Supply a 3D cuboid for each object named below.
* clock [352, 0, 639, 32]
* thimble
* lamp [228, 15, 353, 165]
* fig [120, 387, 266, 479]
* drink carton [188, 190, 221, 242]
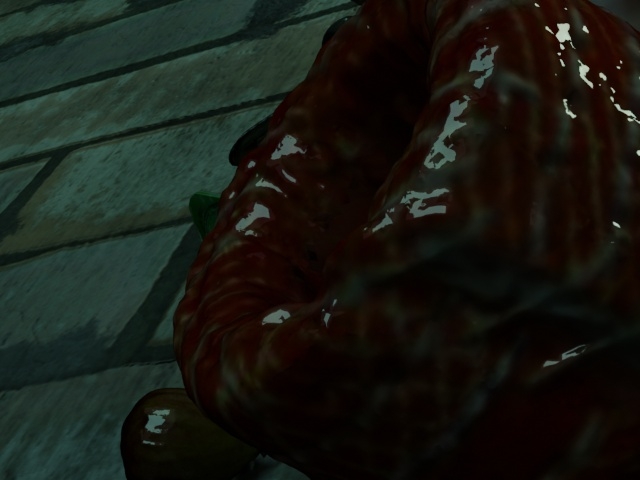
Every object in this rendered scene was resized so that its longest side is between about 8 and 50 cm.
[{"bbox_3d":[0.208,-0.278,1.179,0.376,0.368,0.251,30,99,39],"label":"clock"},{"bbox_3d":[0.085,0.002,0.788,0.350,0.230,0.350,-50,19,24],"label":"thimble"},{"bbox_3d":[0.010,-0.135,1.336,0.203,0.124,0.283,-41,26,-8],"label":"lamp"},{"bbox_3d":[-0.080,0.150,0.954,0.125,0.089,0.089,-1,31,7],"label":"fig"},{"bbox_3d":[0.000,0.000,1.091,0.142,0.144,0.146,-33,26,-34],"label":"drink carton"}]
